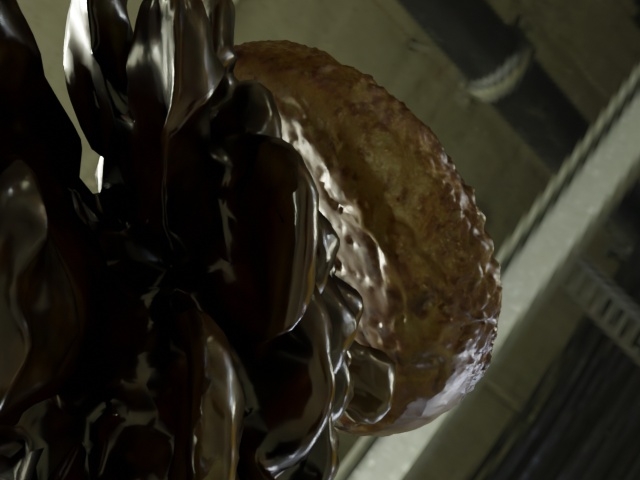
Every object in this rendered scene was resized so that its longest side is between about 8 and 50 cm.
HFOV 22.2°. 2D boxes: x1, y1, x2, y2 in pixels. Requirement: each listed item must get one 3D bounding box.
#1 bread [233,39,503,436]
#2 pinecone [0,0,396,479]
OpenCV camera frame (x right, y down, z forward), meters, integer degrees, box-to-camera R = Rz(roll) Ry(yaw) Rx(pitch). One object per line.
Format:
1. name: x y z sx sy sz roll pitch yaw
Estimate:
1. bread: 0.000 0.000 0.688 0.064 0.193 0.193 -33 -57 -33
2. pinecone: -0.121 0.021 0.480 0.309 0.244 0.244 0 -71 -12
